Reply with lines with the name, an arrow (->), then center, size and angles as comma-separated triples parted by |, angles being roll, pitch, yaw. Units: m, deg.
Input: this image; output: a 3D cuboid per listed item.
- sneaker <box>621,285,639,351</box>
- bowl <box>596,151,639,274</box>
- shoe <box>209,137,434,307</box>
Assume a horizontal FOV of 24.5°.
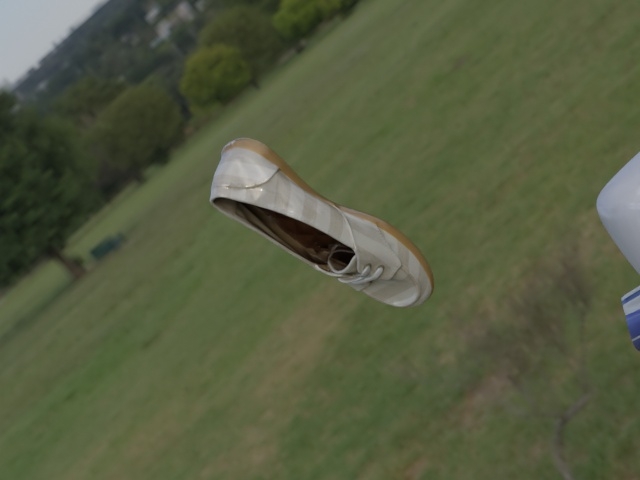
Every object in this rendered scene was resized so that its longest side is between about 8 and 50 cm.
sneaker -> 0.450, 0.093, 1.394 | 0.315, 0.182, 0.127 | -17, -10, 30
bowl -> 0.318, -0.023, 1.220 | 0.142, 0.142, 0.053 | -40, 4, -6
shoe -> 0.000, 0.000, 1.233 | 0.076, 0.219, 0.058 | -40, 22, 45
